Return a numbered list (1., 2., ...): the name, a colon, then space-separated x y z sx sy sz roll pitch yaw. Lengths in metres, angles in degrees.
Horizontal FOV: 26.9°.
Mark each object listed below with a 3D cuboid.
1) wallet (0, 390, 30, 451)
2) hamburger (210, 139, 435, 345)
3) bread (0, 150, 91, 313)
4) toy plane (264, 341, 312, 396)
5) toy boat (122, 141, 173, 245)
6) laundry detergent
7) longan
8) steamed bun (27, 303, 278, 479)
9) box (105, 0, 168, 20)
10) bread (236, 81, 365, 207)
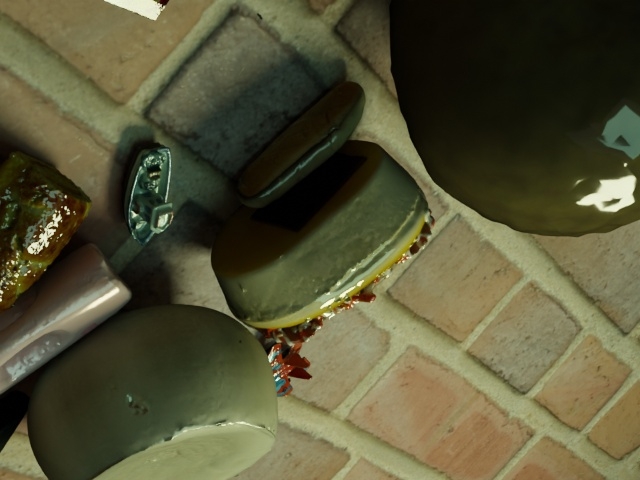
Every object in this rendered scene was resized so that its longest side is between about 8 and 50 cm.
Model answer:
1. wallet: -0.466 0.332 1.673 0.318 0.045 0.172 -57 179 16
2. hamburger: 0.000 0.000 1.730 0.295 0.227 0.151 -41 123 -5
3. bread: -0.342 -0.005 1.473 0.172 0.103 0.132 -50 169 3
4. toy plane: -0.095 0.213 1.981 0.189 0.061 0.130 -29 143 -14
5. toy boat: -0.202 -0.050 1.604 0.059 0.066 0.140 -17 137 -39
6. laundry detergent: -0.377 0.132 1.565 0.335 0.088 0.159 -37 180 -6
7. longan: 0.272 -0.211 1.630 0.404 0.436 0.404 -39 176 -3
8. steamed bun: -0.214 0.202 1.695 0.324 0.206 0.324 -17 156 -8
9. box: -0.234 -0.280 1.364 0.207 0.041 0.050 15 117 -50
10. bread: -0.018 -0.116 1.716 0.214 0.073 0.053 -43 136 -5
